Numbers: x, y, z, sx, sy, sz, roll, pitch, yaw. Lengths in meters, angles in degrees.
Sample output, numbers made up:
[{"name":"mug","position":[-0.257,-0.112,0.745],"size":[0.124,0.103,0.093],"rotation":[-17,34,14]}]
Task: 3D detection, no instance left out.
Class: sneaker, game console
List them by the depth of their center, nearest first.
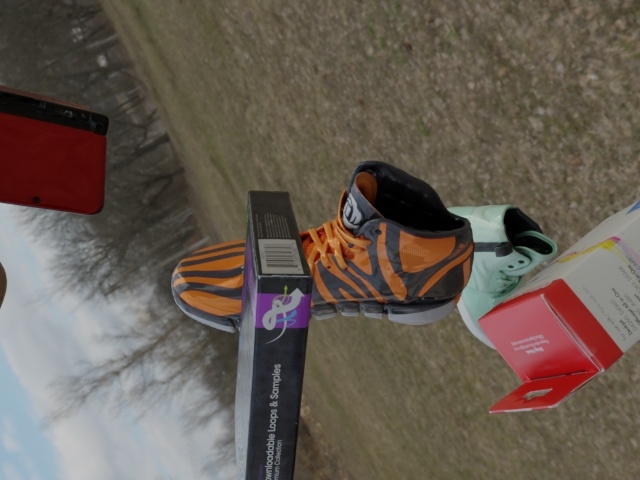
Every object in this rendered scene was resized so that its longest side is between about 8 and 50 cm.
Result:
[{"name":"game console","position":[-0.264,-0.084,0.577],"size":[0.124,0.144,0.085],"rotation":[27,105,53]},{"name":"sneaker","position":[0.000,0.000,0.698],"size":[0.180,0.321,0.124],"rotation":[90,175,-51]},{"name":"sneaker","position":[0.257,0.060,0.902],"size":[0.151,0.094,0.256],"rotation":[-9,125,52]}]

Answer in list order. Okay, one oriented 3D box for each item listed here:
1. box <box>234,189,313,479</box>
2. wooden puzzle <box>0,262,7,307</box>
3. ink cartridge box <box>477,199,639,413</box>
[{"name":"box","position":[-0.031,0.066,0.379],"size":[0.116,0.029,0.162],"rotation":[-110,22,-66]},{"name":"wooden puzzle","position":[-0.313,0.023,0.347],"size":[0.322,0.080,0.348],"rotation":[51,-179,-32]},{"name":"ink cartridge box","position":[0.233,0.051,0.592],"size":[0.078,0.231,0.134],"rotation":[53,163,8]}]
